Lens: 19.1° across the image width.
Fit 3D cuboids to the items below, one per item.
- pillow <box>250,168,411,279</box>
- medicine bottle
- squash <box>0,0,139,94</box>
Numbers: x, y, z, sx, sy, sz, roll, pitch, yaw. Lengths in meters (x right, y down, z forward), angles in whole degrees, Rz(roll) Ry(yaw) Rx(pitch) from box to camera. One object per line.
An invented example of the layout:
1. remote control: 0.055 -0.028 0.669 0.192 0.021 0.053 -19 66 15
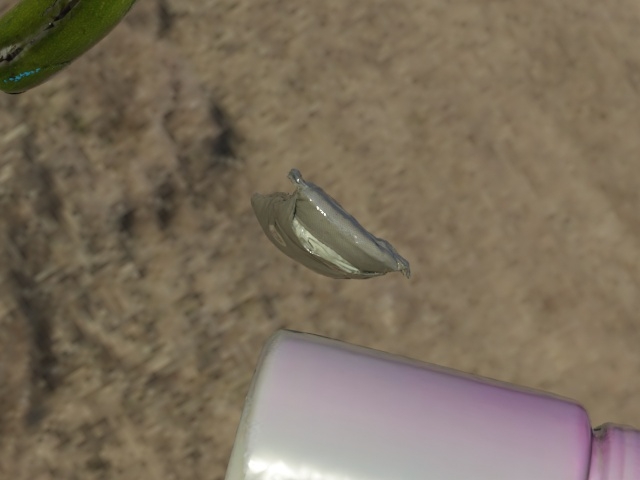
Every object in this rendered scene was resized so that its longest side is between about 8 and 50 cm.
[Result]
1. pillow: 0.000 0.000 2.066 0.169 0.059 0.255 37 -9 -9
2. medicine bottle: 0.119 0.216 1.530 0.388 0.219 0.219 13 35 1
3. squash: -0.225 -0.231 1.804 0.087 0.331 0.087 25 48 -30
